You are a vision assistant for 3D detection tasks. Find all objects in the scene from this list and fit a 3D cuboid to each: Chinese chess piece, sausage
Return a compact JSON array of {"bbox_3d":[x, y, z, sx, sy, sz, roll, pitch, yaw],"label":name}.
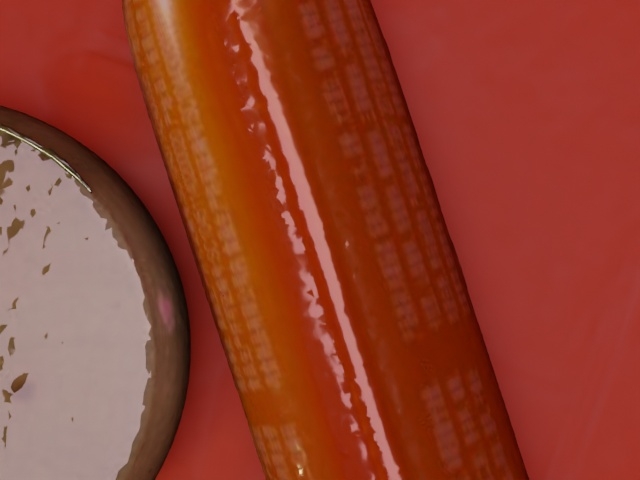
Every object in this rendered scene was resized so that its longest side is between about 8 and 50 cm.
[{"bbox_3d":[-0.142,0.041,0.504,0.188,0.083,0.188,0,89,2],"label":"Chinese chess piece"},{"bbox_3d":[0.000,0.000,0.489,0.093,0.093,0.312,-18,90,3],"label":"sausage"}]
